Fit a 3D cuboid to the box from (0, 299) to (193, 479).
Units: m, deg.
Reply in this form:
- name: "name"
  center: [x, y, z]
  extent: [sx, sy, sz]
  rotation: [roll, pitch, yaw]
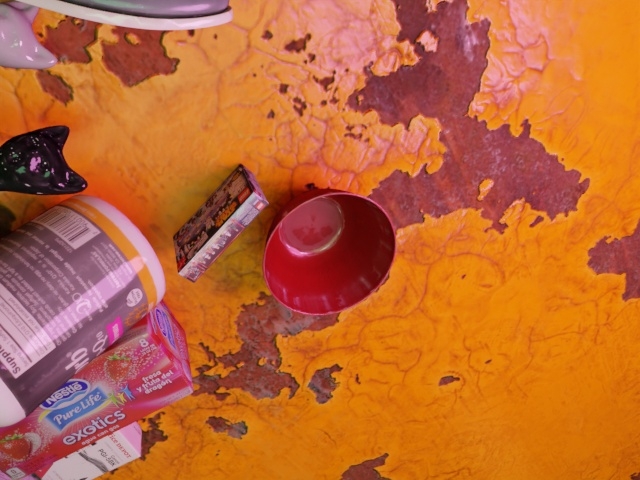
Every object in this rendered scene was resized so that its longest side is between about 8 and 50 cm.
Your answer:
- name: "box"
  center: [-0.311, 0.176, 0.702]
  extent: [0.256, 0.128, 0.123]
  rotation: [-26, 124, -3]

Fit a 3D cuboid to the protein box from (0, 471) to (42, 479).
- name: "protein box"
  center: [-0.491, 0.417, 0.734]
  extent: [0.199, 0.201, 0.136]
  rotation: [-36, 124, 3]

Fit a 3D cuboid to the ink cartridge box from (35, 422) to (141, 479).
- name: "ink cartridge box"
  center: [-0.351, 0.303, 0.805]
  extent: [0.135, 0.056, 0.099]
  rotation: [-25, 123, -4]

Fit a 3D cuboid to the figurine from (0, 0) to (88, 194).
- name: "figurine"
  center: [-0.350, -0.126, 0.507]
  extent: [0.209, 0.092, 0.215]
  rotation: [-13, 89, -19]

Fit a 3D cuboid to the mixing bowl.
- name: "mixing bowl"
  center: [0.000, 0.000, 0.729]
  extent: [0.181, 0.098, 0.182]
  rotation: [-9, 121, -15]

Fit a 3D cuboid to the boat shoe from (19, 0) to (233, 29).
- name: "boat shoe"
  center: [-0.234, -0.264, 0.486]
  extent: [0.319, 0.116, 0.099]
  rotation: [5, 121, -16]

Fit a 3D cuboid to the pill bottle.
- name: "pill bottle"
  center: [-0.313, 0.085, 0.556]
  extent: [0.278, 0.162, 0.162]
  rotation: [-45, 133, -37]

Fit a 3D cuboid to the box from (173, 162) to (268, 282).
- name: "box"
  center: [-0.128, -0.024, 0.673]
  extent: [0.137, 0.094, 0.027]
  rotation: [-46, 123, 9]
